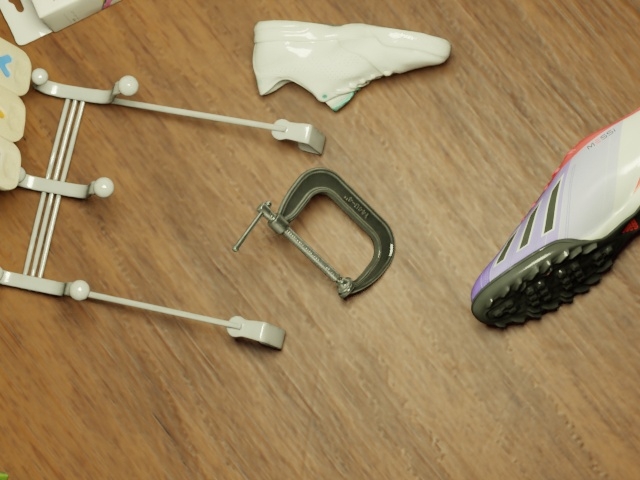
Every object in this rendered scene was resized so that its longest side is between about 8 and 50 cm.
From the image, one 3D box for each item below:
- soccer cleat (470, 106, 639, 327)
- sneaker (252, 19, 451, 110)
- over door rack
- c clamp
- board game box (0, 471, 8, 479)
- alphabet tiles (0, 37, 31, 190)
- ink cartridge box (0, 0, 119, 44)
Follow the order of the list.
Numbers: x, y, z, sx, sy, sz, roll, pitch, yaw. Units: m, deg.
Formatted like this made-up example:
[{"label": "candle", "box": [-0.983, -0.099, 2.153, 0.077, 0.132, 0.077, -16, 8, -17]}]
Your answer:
[{"label": "soccer cleat", "box": [0.271, -0.036, 1.776, 0.318, 0.108, 0.116, -39, 59, 2]}, {"label": "sneaker", "box": [0.033, -0.184, 1.828, 0.212, 0.080, 0.094, 3, 94, 12]}, {"label": "over door rack", "box": [-0.175, -0.040, 1.801, 0.324, 0.108, 0.239, 12, 84, 6]}, {"label": "c clamp", "box": [0.000, 0.000, 1.786, 0.160, 0.022, 0.137, 38, 69, -19]}, {"label": "board game box", "box": [-0.395, 0.355, 1.755, 0.039, 0.124, 0.259, 18, 84, 8]}, {"label": "alphabet tiles", "box": [-0.404, -0.169, 1.702, 0.021, 0.278, 0.284, -21, 56, 36]}, {"label": "ink cartridge box", "box": [-0.268, -0.306, 1.866, 0.198, 0.067, 0.115, -27, 81, 1]}]
